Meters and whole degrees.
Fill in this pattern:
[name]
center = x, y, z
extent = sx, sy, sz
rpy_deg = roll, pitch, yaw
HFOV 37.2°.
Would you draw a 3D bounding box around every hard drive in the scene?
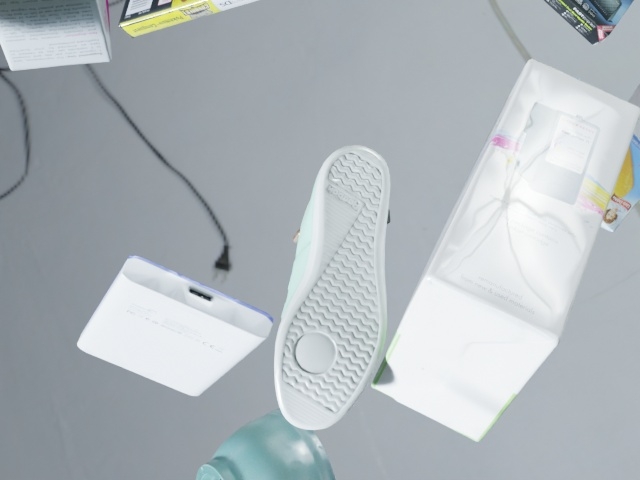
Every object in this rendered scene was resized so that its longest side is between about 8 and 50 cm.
[hard drive]
center = -0.220, 0.134, 1.376
extent = 0.319, 0.210, 0.040
rpy_deg = -44, 25, 57

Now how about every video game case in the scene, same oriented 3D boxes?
[video game case]
center = -0.157, -0.432, 1.357
extent = 0.248, 0.035, 0.274
rpy_deg = -7, 61, 33

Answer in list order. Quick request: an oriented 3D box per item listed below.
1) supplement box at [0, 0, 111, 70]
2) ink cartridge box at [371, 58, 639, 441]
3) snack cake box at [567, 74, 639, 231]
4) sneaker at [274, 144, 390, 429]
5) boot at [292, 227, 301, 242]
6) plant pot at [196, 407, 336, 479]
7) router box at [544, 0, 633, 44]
[supplement box]
center = -0.280, -0.283, 0.945
extent = 0.114, 0.220, 0.111
rpy_deg = -8, 61, -5
[ink cartridge box]
center = 0.184, -0.018, 0.894
extent = 0.119, 0.353, 0.207
rpy_deg = 26, 145, 6
[snack cake box]
center = 0.453, -0.151, 1.647
extent = 0.152, 0.264, 0.089
rpy_deg = -54, 29, 2
[sneaker]
center = 0.017, 0.049, 0.903
extent = 0.094, 0.151, 0.255
rpy_deg = 12, 83, 0
[boot]
center = 0.000, 0.000, 1.726
extent = 0.087, 0.118, 0.042
rpy_deg = 39, 64, 0
[plant pot]
center = -0.125, 0.499, 1.886
extent = 0.293, 0.196, 0.293
rpy_deg = 23, 118, 52
[router box]
center = 0.335, -0.323, 1.204
extent = 0.122, 0.038, 0.092
rpy_deg = 39, 73, -9
